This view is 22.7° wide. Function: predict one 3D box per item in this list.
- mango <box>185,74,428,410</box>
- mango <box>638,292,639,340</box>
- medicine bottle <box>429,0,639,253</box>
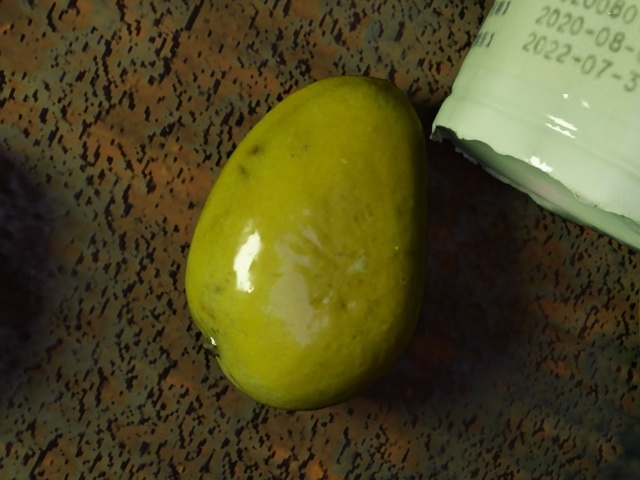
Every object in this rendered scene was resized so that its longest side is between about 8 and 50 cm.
[{"bbox_3d":[0.000,0.000,0.903,0.137,0.098,0.195,24,85,-15],"label":"mango"},{"bbox_3d":[0.264,0.028,0.979,0.136,0.099,0.227,11,88,-12],"label":"mango"},{"bbox_3d":[0.218,-0.161,0.884,0.190,0.190,0.332,28,92,-18],"label":"medicine bottle"}]
